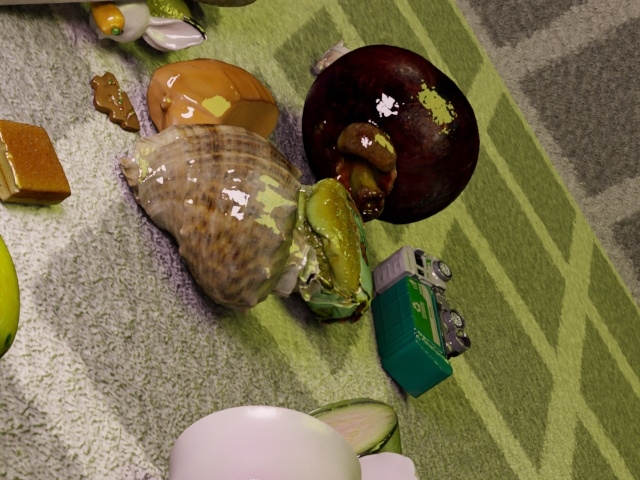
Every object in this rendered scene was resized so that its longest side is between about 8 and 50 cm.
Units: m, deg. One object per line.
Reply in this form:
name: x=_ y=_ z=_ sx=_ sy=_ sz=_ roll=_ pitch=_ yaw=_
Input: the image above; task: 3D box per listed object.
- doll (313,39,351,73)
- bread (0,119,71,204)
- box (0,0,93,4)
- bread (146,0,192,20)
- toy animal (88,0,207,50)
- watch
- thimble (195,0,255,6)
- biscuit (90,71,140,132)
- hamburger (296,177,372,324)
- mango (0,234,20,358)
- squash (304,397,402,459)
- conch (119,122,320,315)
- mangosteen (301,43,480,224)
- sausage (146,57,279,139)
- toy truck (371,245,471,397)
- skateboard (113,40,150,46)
doll: x=0.024 y=-0.311 z=2.430 sx=0.084 sy=0.073 sz=0.127 roll=6 pitch=54 yaw=-26
bread: x=-0.319 y=-0.083 z=1.448 sx=0.094 sy=0.035 sz=0.090 roll=3 pitch=62 yaw=-65
box: x=-0.294 y=-0.390 z=1.598 sx=0.333 sy=0.145 sz=0.173 roll=-14 pitch=75 yaw=-46
bread: x=-0.232 y=-0.345 z=1.873 sx=0.188 sy=0.065 sz=0.149 roll=33 pitch=23 yaw=-55
toy animal: x=-0.245 y=-0.305 z=1.747 sx=0.181 sy=0.127 sz=0.131 roll=57 pitch=-17 yaw=-12
watch: x=-0.034 y=0.263 z=1.387 sx=0.231 sy=0.244 sz=0.196 roll=57 pitch=22 yaw=-31
thimble: x=-0.154 y=-0.470 z=2.029 sx=0.148 sy=0.196 sz=0.229 roll=-15 pitch=114 yaw=-71
biscuit: x=-0.259 y=-0.173 z=1.712 sx=0.092 sy=0.016 sz=0.082 roll=50 pitch=24 yaw=-23
hamburger: x=-0.003 y=-0.002 z=1.916 sx=0.214 sy=0.125 sz=0.235 roll=-104 pitch=170 yaw=-55
mango: x=-0.359 y=0.000 z=1.138 sx=0.175 sy=0.143 sz=0.293 roll=2 pitch=51 yaw=-58
squash: x=0.027 y=0.275 z=1.638 sx=0.170 sy=0.170 sz=0.122 roll=-73 pitch=148 yaw=-60
conch: x=-0.101 y=-0.034 z=1.663 sx=0.291 sy=0.210 sz=0.159 roll=40 pitch=-15 yaw=-25
mangosteen: x=0.102 y=-0.156 z=2.152 sx=0.297 sy=0.293 sz=0.297 roll=33 pitch=-13 yaw=9
sausage: x=-0.148 y=-0.183 z=1.826 sx=0.136 sy=0.120 sz=0.241 roll=31 pitch=15 yaw=13
toy truck: x=0.153 y=0.127 z=2.138 sx=0.124 sy=0.114 sz=0.253 roll=29 pitch=37 yaw=-35
skateboard: x=-0.252 y=-0.278 z=1.838 sx=0.083 sy=0.032 sz=0.063 roll=35 pitch=44 yaw=-45
